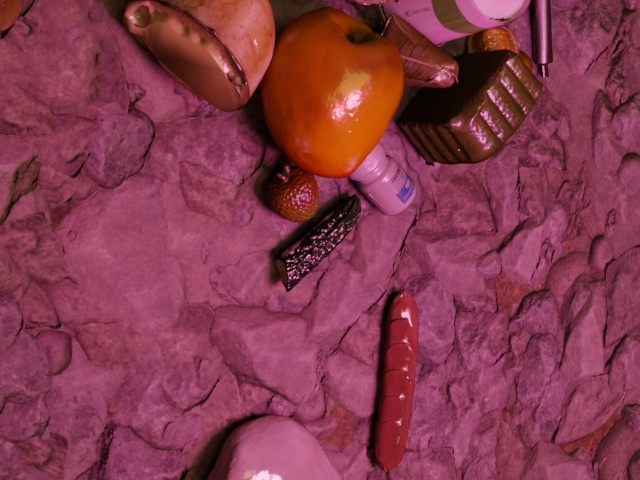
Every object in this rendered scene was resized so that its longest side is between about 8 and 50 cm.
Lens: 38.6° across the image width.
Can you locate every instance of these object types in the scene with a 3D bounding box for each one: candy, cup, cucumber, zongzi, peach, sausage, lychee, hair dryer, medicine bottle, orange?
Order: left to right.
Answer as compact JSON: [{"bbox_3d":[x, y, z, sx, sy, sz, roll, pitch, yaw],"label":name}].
[{"bbox_3d":[-0.087,0.602,1.937,0.386,0.186,0.427,-52,124,-20],"label":"candy"},{"bbox_3d":[-0.056,-0.099,1.888,0.114,0.114,0.146,-48,138,-18],"label":"lychee"},{"bbox_3d":[0.000,0.001,1.961,0.265,0.077,0.077,-41,116,-22],"label":"cucumber"},{"bbox_3d":[0.010,-0.287,1.814,0.288,0.289,0.308,9,123,-33],"label":"peach"},{"bbox_3d":[0.126,-0.142,2.000,0.168,0.105,0.105,45,73,-29],"label":"medicine bottle"},{"bbox_3d":[0.179,0.323,2.118,0.087,0.088,0.433,2,97,-33],"label":"sausage"},{"bbox_3d":[0.173,-0.341,1.944,0.205,0.094,0.204,39,99,6],"label":"zongzi"},{"bbox_3d":[0.294,-0.539,1.946,0.253,0.274,0.253,-5,100,-32],"label":"cup"},{"bbox_3d":[0.462,-0.408,2.188,0.095,0.085,0.085,-48,119,-9],"label":"orange"},{"bbox_3d":[0.586,-0.582,2.257,0.320,0.156,0.284,-22,129,-15],"label":"hair dryer"}]

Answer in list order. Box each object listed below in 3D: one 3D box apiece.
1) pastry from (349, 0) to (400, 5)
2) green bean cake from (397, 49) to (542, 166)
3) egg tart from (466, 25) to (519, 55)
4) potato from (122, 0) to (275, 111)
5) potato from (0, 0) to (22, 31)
[{"bbox_3d":[0.130,-0.578,1.867,0.218,0.229,0.100,-55,148,-2],"label":"pastry"},{"bbox_3d":[0.331,-0.291,2.021,0.156,0.249,0.247,47,72,-28],"label":"green bean cake"},{"bbox_3d":[0.406,-0.456,2.133,0.128,0.049,0.129,1,75,-5],"label":"egg tart"},{"bbox_3d":[-0.197,-0.400,1.691,0.285,0.242,0.243,33,75,13],"label":"potato"},{"bbox_3d":[-0.592,-0.473,1.455,0.210,0.173,0.308,-37,117,-25],"label":"potato"}]
